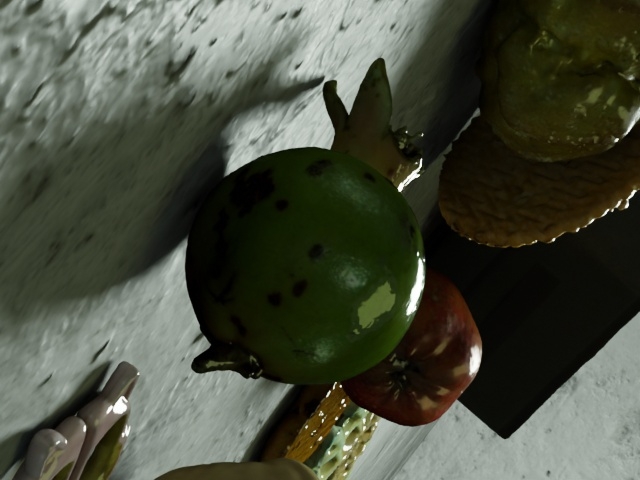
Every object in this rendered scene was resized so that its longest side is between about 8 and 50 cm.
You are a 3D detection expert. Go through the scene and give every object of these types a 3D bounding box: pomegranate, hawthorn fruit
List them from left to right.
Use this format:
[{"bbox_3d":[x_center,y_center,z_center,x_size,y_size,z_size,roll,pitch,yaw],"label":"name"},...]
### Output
[{"bbox_3d":[-0.007,-0.011,0.912,0.156,0.156,0.220,105,-7,-59],"label":"pomegranate"},{"bbox_3d":[0.091,0.093,1.545,0.163,0.162,0.203,-59,-171,22],"label":"hawthorn fruit"}]

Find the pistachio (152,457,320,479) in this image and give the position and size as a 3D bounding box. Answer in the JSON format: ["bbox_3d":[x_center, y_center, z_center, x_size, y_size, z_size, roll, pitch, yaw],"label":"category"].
[{"bbox_3d":[-0.111,0.283,1.155,0.293,0.181,0.162,-46,151,-6],"label":"pistachio"}]

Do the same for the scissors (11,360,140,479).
[{"bbox_3d":[-0.196,0.210,1.009,0.160,0.024,0.317,-43,163,-50],"label":"scissors"}]

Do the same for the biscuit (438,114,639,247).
[{"bbox_3d":[0.222,-0.082,1.384,0.254,0.254,0.035,-49,123,-24],"label":"biscuit"}]

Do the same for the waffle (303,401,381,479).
[{"bbox_3d":[0.018,0.267,1.911,0.309,0.056,0.292,-61,167,24],"label":"waffle"}]

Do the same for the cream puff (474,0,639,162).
[{"bbox_3d":[0.237,-0.184,1.274,0.244,0.196,0.244,8,90,-89],"label":"cream puff"}]

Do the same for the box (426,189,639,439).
[{"bbox_3d":[0.265,0.016,1.708,0.251,0.204,0.345,-45,173,-40],"label":"box"}]

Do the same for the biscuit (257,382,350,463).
[{"bbox_3d":[-0.007,0.193,1.658,0.212,0.036,0.212,-52,169,-14],"label":"biscuit"}]
